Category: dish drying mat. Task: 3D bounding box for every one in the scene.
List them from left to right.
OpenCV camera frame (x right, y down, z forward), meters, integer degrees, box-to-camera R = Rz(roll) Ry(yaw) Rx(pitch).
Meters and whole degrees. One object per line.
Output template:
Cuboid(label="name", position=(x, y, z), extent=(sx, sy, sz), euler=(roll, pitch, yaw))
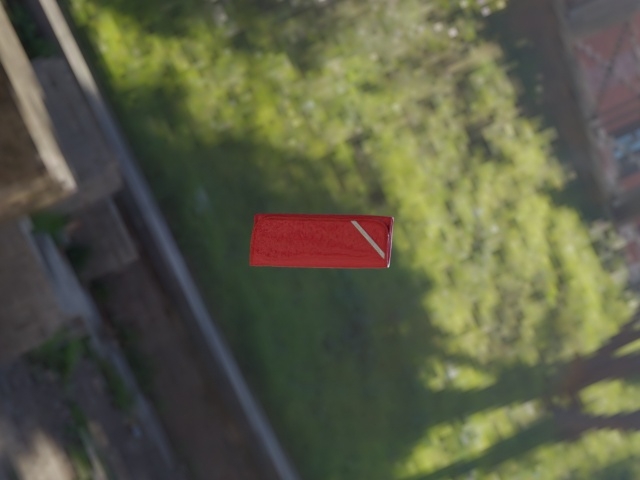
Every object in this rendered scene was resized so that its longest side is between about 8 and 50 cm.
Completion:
Cuboid(label="dish drying mat", position=(0.000, 0.000, 1.018), extent=(0.008, 0.083, 0.032), euler=(41, 52, -69))
